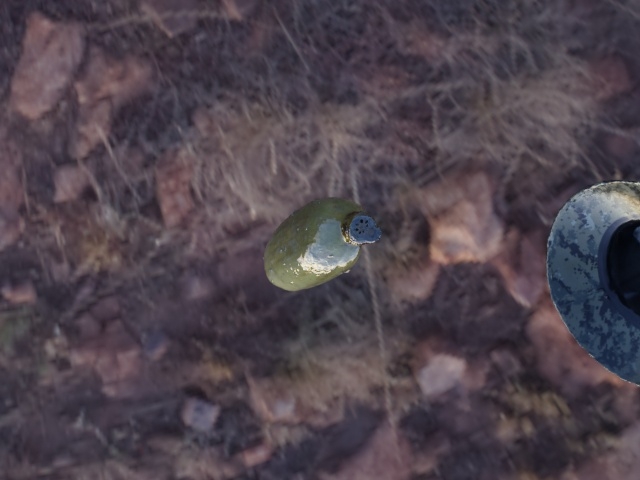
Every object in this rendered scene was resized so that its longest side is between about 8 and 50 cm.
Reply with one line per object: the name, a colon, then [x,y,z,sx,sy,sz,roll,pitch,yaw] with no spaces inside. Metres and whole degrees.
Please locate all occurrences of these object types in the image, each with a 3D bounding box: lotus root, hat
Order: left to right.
lotus root: [-0.001,-0.001,1.669,0.077,0.090,0.183,26,154,-22]
hat: [0.401,0.032,1.830,0.265,0.128,0.265,14,119,27]
